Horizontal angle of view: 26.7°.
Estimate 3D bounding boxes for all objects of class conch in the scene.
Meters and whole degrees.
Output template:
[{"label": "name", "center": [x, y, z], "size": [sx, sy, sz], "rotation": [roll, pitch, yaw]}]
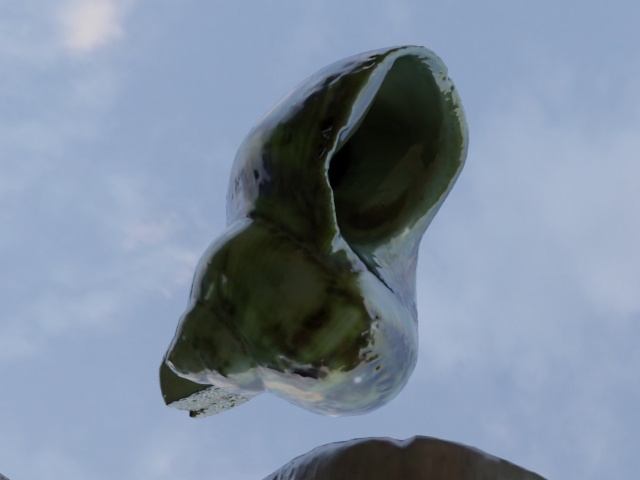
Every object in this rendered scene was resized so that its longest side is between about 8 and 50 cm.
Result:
[{"label": "conch", "center": [-0.003, 0.000, 0.714], "size": [0.124, 0.187, 0.181], "rotation": [6, -139, 23]}]

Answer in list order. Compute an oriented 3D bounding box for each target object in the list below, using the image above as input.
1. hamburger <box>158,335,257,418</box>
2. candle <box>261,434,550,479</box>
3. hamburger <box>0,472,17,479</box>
[{"label": "hamburger", "center": [-0.081, 0.091, 1.117], "size": [0.121, 0.054, 0.084], "rotation": [-25, -123, 39]}, {"label": "candle", "center": [0.011, 0.134, 0.388], "size": [0.168, 0.192, 0.068], "rotation": [0, -135, 20]}, {"label": "hamburger", "center": [-0.363, 0.296, 1.172], "size": [0.146, 0.286, 0.243], "rotation": [-32, -108, 46]}]
